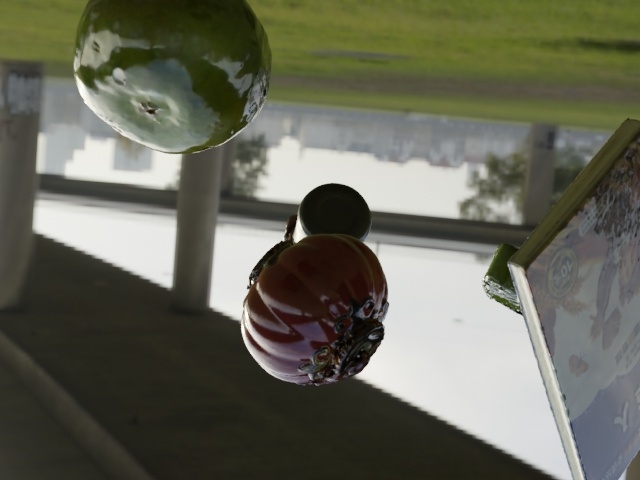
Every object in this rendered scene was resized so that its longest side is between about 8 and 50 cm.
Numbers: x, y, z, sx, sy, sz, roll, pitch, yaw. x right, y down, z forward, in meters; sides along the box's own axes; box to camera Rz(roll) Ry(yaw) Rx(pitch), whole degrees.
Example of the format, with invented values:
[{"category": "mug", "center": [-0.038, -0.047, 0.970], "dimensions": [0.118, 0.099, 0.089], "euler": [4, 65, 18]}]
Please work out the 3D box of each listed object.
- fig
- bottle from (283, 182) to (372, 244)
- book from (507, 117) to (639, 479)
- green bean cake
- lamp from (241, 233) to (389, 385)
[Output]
[{"category": "fig", "center": [-0.138, -0.234, 1.295], "dimensions": [0.233, 0.233, 0.314], "euler": [10, -142, 37]}, {"category": "bottle", "center": [0.000, 0.000, 2.055], "dimensions": [0.143, 0.156, 0.271], "euler": [-29, 167, -18]}, {"category": "book", "center": [0.372, 0.101, 1.430], "dimensions": [0.039, 0.428, 0.300], "euler": [12, -133, 41]}, {"category": "green bean cake", "center": [0.449, 0.100, 2.347], "dimensions": [0.214, 0.113, 0.200], "euler": [27, 173, 15]}, {"category": "lamp", "center": [-0.002, 0.098, 1.562], "dimensions": [0.226, 0.227, 0.227], "euler": [5, -174, -1]}]
